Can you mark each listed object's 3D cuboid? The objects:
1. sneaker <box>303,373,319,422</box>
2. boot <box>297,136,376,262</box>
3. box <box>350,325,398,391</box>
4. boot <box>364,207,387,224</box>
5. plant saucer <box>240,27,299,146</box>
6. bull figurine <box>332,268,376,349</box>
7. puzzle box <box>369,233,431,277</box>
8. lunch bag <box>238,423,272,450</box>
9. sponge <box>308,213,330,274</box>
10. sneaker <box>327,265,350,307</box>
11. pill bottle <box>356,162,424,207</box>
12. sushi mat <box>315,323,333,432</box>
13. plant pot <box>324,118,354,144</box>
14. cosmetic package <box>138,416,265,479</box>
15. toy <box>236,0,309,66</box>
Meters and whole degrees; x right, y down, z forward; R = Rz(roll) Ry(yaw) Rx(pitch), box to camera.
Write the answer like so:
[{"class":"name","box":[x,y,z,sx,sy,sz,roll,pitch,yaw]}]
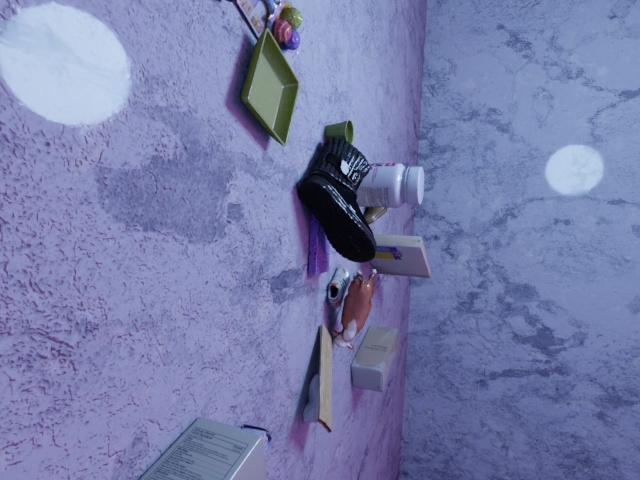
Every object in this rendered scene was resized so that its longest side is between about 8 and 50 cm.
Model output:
[{"class":"sneaker","box":[-0.010,0.513,1.331,0.053,0.061,0.152,49,47,-58]},{"class":"boot","box":[0.091,-0.129,1.275,0.348,0.131,0.260,55,40,-26]},{"class":"box","box":[0.254,0.533,1.874,0.311,0.148,0.121,-48,136,-59]},{"class":"boot","box":[0.238,-0.161,1.824,0.115,0.112,0.305,55,39,-12]},{"class":"plant saucer","box":[-0.119,-0.342,0.941,0.188,0.045,0.188,43,54,-62]},{"class":"bull figurine","box":[0.125,0.243,1.475,0.188,0.101,0.310,-65,173,-60]},{"class":"puzzle box","box":[0.347,0.075,1.857,0.409,0.272,0.052,51,48,-60]},{"class":"lunch bag","box":[-0.159,0.455,0.941,0.083,0.071,0.053,32,60,-63]},{"class":"sponge","box":[0.000,0.000,1.308,0.117,0.031,0.210,-2,95,-68]},{"class":"sneaker","box":[0.064,0.154,1.455,0.075,0.057,0.161,67,37,-58]},{"class":"pill bottle","box":[0.225,-0.201,1.492,0.160,0.283,0.160,4,90,-68]},{"class":"sushi mat","box":[0.017,0.444,1.338,0.151,0.019,0.316,66,19,-46]},{"class":"plant pot","box":[0.059,-0.349,1.330,0.083,0.079,0.083,4,90,-69]},{"class":"cosmetic package","box":[-0.227,0.453,0.671,0.296,0.153,0.129,-36,128,-60]},{"class":"toy","box":[-0.084,-0.497,0.935,0.136,0.056,0.237,-59,152,-7]}]
